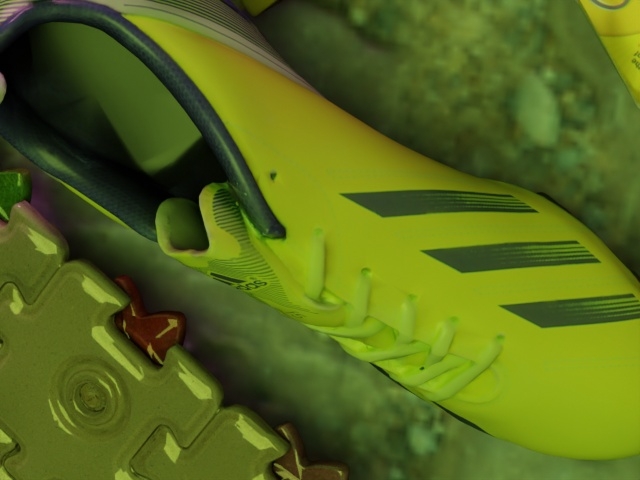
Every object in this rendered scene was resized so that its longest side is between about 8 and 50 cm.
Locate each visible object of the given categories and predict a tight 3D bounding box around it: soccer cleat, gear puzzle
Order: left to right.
[{"bbox_3d":[-0.136,0.052,0.780,0.339,0.044,0.175,42,117,7],"label":"gear puzzle"},{"bbox_3d":[-0.001,0.001,0.674,0.289,0.121,0.093,35,119,-7],"label":"soccer cleat"}]

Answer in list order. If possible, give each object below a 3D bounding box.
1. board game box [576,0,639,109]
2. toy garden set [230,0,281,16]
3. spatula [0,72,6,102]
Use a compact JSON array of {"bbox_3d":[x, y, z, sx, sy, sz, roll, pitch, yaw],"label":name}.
[{"bbox_3d":[0.070,-0.147,0.647,0.039,0.124,0.259,-33,91,19],"label":"board game box"},{"bbox_3d":[-0.104,-0.135,0.732,0.244,0.049,0.204,-35,90,17],"label":"toy garden set"},{"bbox_3d":[-0.145,-0.128,0.671,0.242,0.019,0.168,27,84,40],"label":"spatula"}]
